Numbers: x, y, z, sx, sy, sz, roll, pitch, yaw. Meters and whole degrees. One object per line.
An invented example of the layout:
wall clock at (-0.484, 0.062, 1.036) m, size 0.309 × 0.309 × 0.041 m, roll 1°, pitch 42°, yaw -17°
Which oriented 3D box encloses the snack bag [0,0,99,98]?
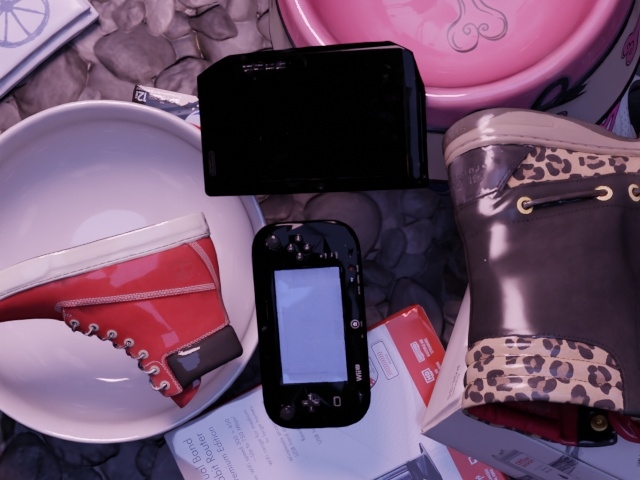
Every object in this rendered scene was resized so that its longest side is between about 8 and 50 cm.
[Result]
snack bag at (-0.472, -0.260, 1.223) m, size 0.342 × 0.037 × 0.323 m, roll -41°, pitch 87°, yaw -2°

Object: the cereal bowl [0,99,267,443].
cereal bowl at (-0.214, 0.030, 1.145) m, size 0.339 × 0.141 × 0.339 m, roll 0°, pitch 91°, yaw -3°

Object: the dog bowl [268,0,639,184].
dog bowl at (0.134, -0.271, 1.120) m, size 0.408 × 0.150 × 0.408 m, roll -2°, pitch 77°, yaw 8°

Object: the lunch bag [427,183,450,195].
lunch bag at (0.137, -0.102, 1.194) m, size 0.067 × 0.065 × 0.098 m, roll 36°, pitch 88°, yaw 15°

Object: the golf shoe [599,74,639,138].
golf shoe at (0.300, -0.102, 1.191) m, size 0.086 × 0.067 × 0.186 m, roll 14°, pitch 86°, yaw -1°

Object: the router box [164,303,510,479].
router box at (0.046, 0.282, 1.164) m, size 0.301 × 0.082 × 0.335 m, roll -27°, pitch 87°, yaw -1°

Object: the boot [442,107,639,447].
boot at (0.289, 0.044, 1.009) m, size 0.377 × 0.138 × 0.284 m, roll 12°, pitch 63°, yaw -15°

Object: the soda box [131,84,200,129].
soda box at (-0.120, -0.125, 1.199) m, size 0.169 × 0.060 × 0.053 m, roll 11°, pitch 91°, yaw 1°

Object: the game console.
game console at (0.000, 0.000, 1.040) m, size 0.213 × 0.044 × 0.361 m, roll -2°, pitch 97°, yaw 17°

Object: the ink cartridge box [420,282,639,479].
ink cartridge box at (0.267, 0.146, 1.101) m, size 0.283 × 0.117 × 0.207 m, roll 26°, pitch 61°, yaw -5°

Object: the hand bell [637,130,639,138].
hand bell at (0.375, -0.179, 1.168) m, size 0.126 × 0.126 × 0.242 m, roll 18°, pitch 89°, yaw 1°

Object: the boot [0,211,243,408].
boot at (-0.203, 0.088, 1.037) m, size 0.244 × 0.088 × 0.176 m, roll -15°, pitch 93°, yaw -7°
